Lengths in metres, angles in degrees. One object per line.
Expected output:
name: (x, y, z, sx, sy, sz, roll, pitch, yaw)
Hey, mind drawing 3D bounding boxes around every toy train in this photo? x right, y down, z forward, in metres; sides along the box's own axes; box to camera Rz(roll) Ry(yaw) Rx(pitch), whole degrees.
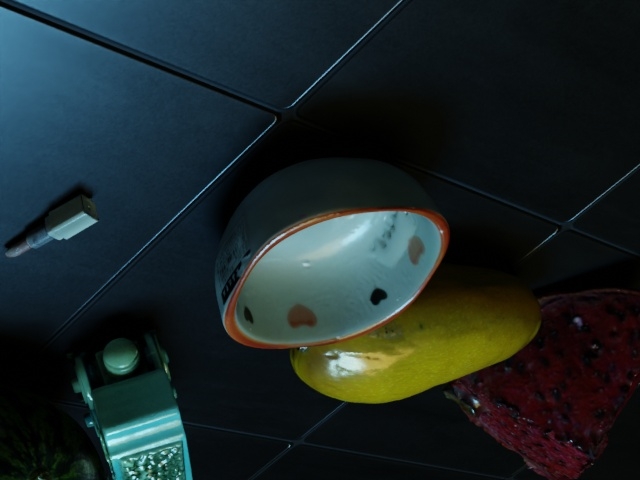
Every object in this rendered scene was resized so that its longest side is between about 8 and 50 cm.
toy train: (-0.210, 0.205, 1.704, 0.112, 0.163, 0.203, -18, 147, -9)

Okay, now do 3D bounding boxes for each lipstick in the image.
lipstick: (-0.270, -0.009, 1.488, 0.107, 0.025, 0.025, -28, 147, 20)

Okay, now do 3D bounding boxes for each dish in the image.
dish: (0.000, 0.000, 1.576, 0.256, 0.117, 0.256, -15, 146, -11)

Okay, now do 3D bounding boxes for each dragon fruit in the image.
dragon fruit: (0.315, 0.238, 2.001, 0.302, 0.240, 0.330, -3, 139, 3)

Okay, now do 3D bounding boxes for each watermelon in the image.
watermelon: (-0.370, 0.297, 1.627, 0.285, 0.285, 0.285, -16, 147, -11)

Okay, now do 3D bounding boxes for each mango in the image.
mango: (0.123, 0.103, 1.782, 0.359, 0.144, 0.187, -11, 158, -28)
